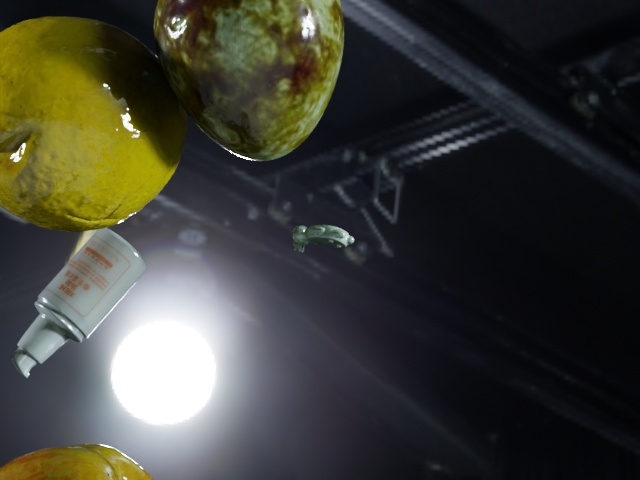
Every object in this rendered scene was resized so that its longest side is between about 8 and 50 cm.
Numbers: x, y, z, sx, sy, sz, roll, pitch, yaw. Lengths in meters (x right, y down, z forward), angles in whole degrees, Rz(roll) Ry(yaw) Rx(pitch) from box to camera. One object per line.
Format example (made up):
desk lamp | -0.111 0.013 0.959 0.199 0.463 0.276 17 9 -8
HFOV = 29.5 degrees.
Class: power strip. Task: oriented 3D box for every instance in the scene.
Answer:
power strip | 0.000 0.000 1.525 0.083 0.035 0.055 4 -16 34

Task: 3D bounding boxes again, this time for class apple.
apple | -0.313 0.402 1.569 0.301 0.301 0.301 5 -35 4

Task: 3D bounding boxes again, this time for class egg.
egg | -0.089 -0.244 1.524 0.238 0.289 0.238 -1 7 0

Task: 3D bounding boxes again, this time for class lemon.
lemon | -0.322 -0.150 1.572 0.297 0.297 0.297 5 -35 4

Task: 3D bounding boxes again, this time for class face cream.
face cream | -0.382 0.101 1.864 0.101 0.252 0.101 36 -18 13
